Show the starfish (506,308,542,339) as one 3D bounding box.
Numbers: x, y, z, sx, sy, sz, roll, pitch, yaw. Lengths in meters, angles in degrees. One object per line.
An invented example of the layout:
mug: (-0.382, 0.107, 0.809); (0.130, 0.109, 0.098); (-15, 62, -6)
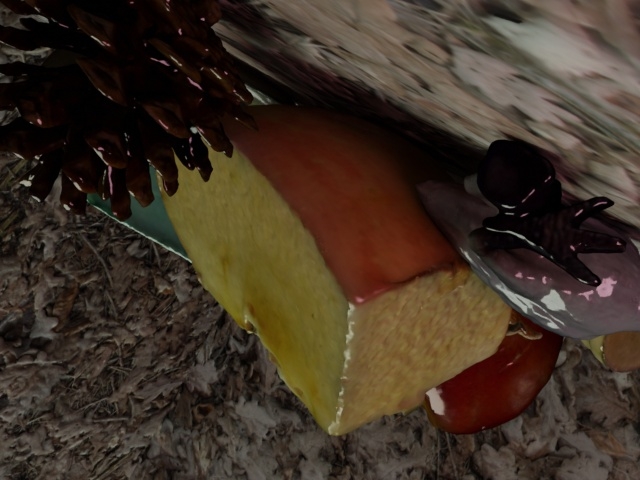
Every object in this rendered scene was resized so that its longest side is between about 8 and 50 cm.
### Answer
starfish: (0.109, 0.027, 1.006); (0.293, 0.084, 0.301); (23, -142, 10)

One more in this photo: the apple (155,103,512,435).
apple: (0.000, 0.000, 0.856); (0.314, 0.252, 0.309); (18, -150, -53)

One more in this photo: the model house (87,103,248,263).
model house: (-0.164, -0.139, 1.323); (0.280, 0.230, 0.249); (31, -154, -4)

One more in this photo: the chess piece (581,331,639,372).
chess piece: (0.234, 0.031, 0.875); (0.090, 0.090, 0.200); (28, -167, -39)

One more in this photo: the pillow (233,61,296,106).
pillow: (-0.102, -0.176, 0.996); (0.217, 0.033, 0.130); (28, -177, -18)

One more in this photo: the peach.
peach: (0.153, 0.095, 1.257); (0.338, 0.281, 0.281); (28, -179, -1)

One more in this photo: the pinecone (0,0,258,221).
pinecone: (-0.150, -0.110, 0.670); (0.208, 0.208, 0.208); (29, -179, -1)

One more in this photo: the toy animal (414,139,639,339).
toy animal: (0.192, 0.028, 0.682); (0.324, 0.090, 0.195); (31, 180, -36)

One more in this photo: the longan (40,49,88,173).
longan: (-0.341, -0.204, 1.500); (0.258, 0.258, 0.258); (29, -179, -1)
